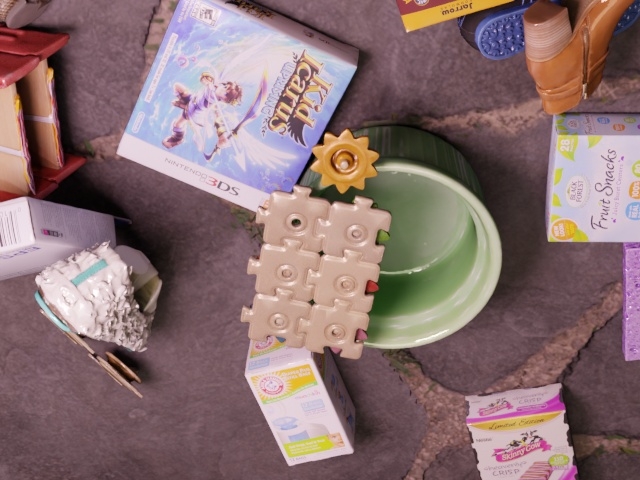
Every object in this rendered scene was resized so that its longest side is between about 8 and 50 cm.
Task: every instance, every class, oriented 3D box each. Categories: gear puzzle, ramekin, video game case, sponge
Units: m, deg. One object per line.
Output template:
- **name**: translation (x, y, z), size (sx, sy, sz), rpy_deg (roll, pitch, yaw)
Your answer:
- **gear puzzle**: translation (0.000, 0.000, 1.484), size (0.175, 0.044, 0.339), rpy_deg (10, 121, -1)
- **ramekin**: translation (0.095, -0.012, 1.580), size (0.303, 0.148, 0.303), rpy_deg (2, 124, 3)
- **video game case**: translation (-0.114, -0.185, 1.533), size (0.244, 0.061, 0.269), rpy_deg (22, 122, -11)
- **sponge**: translation (0.509, 0.085, 1.684), size (0.117, 0.031, 0.210), rpy_deg (-5, 124, 7)

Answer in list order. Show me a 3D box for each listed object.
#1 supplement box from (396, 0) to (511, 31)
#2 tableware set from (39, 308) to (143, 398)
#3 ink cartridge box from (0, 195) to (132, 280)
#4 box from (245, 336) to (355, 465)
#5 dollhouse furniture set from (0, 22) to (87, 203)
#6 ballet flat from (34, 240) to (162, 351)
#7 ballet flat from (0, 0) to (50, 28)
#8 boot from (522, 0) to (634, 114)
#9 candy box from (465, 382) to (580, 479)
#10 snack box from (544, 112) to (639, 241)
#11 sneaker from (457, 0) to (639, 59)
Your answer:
- **supplement box**: translation (0.131, -0.379, 1.304), size (0.129, 0.191, 0.194), rpy_deg (-14, 122, 14)
- **tableware set**: translation (-0.346, 0.164, 1.772), size (0.194, 0.128, 0.039), rpy_deg (47, 74, -21)
- **ink cartridge box**: translation (-0.461, 0.021, 1.556), size (0.324, 0.330, 0.071), rpy_deg (-13, 82, 13)
- **box**: translation (-0.029, 0.239, 1.785), size (0.114, 0.103, 0.203), rpy_deg (-14, 122, 13)
- **dollhouse furniture set**: translation (-0.524, -0.192, 1.534), size (0.374, 0.152, 0.201), rpy_deg (13, 126, 16)
- **ballet flat**: translation (-0.281, 0.076, 1.581), size (0.147, 0.409, 0.147), rpy_deg (0, 84, -2)
- **ballet flat**: translation (-0.330, -0.363, 1.429), size (0.250, 0.084, 0.058), rpy_deg (-38, 82, 29)
- **boot**: translation (0.334, -0.251, 1.379), size (0.197, 0.073, 0.152), rpy_deg (-28, 134, -4)
- **candy box**: translation (0.334, 0.349, 1.851), size (0.159, 0.071, 0.233), rpy_deg (-11, 122, 12)
- **snack box**: translation (0.418, -0.084, 1.555), size (0.207, 0.070, 0.174), rpy_deg (1, 124, 6)
- **sneaker**: translation (0.285, -0.290, 1.428), size (0.232, 0.090, 0.081), rpy_deg (-13, 123, -12)
